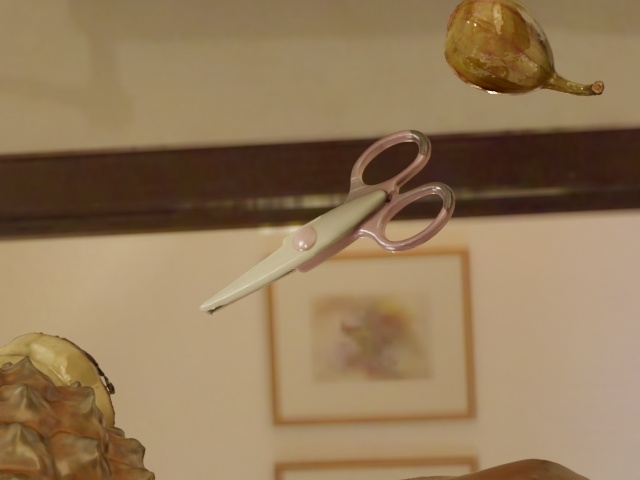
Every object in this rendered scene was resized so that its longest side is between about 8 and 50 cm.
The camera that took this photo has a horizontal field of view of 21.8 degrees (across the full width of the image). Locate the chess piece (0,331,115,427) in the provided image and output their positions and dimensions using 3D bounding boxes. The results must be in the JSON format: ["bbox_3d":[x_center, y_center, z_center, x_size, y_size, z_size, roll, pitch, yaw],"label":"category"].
[{"bbox_3d":[-0.285,0.182,1.204,0.301,0.137,0.137,-34,-55,-51],"label":"chess piece"}]

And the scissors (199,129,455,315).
[{"bbox_3d":[0.000,0.000,1.023,0.022,0.176,0.085,42,-159,-50],"label":"scissors"}]

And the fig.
[{"bbox_3d":[0.100,-0.090,0.816,0.050,0.083,0.050,-63,-2,-4],"label":"fig"}]

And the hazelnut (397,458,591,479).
[{"bbox_3d":[0.105,0.314,0.997,0.315,0.372,0.372,16,-112,-51],"label":"hazelnut"}]

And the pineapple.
[{"bbox_3d":[-0.147,0.125,0.709,0.193,0.166,0.166,47,156,41],"label":"pineapple"}]
